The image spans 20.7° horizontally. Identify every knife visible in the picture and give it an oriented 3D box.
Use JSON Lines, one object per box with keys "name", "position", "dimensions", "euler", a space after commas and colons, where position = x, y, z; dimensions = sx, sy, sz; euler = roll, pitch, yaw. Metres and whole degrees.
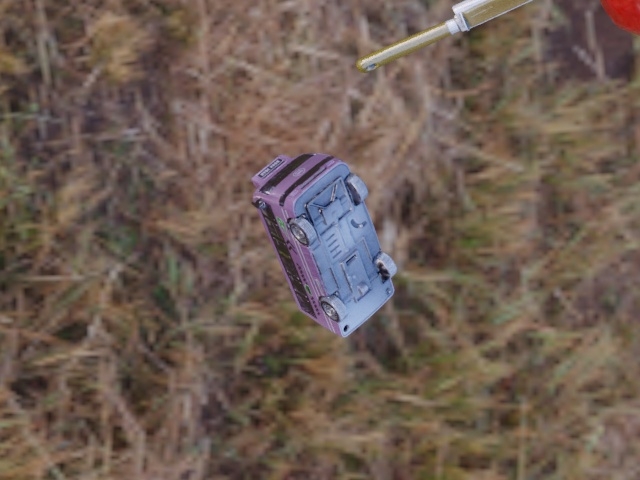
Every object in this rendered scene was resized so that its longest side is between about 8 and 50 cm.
{"name": "knife", "position": [0.152, -0.231, 1.814], "dimensions": [0.046, 0.256, 0.022], "euler": [47, 22, -59]}

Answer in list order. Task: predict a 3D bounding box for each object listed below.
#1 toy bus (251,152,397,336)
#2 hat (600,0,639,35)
{"name": "toy bus", "position": [0.000, 0.000, 1.703], "dimensions": [0.087, 0.098, 0.178], "euler": [-40, 131, -23]}
{"name": "hat", "position": [0.377, -0.229, 1.495], "dimensions": [0.242, 0.332, 0.274], "euler": [44, 61, -20]}
